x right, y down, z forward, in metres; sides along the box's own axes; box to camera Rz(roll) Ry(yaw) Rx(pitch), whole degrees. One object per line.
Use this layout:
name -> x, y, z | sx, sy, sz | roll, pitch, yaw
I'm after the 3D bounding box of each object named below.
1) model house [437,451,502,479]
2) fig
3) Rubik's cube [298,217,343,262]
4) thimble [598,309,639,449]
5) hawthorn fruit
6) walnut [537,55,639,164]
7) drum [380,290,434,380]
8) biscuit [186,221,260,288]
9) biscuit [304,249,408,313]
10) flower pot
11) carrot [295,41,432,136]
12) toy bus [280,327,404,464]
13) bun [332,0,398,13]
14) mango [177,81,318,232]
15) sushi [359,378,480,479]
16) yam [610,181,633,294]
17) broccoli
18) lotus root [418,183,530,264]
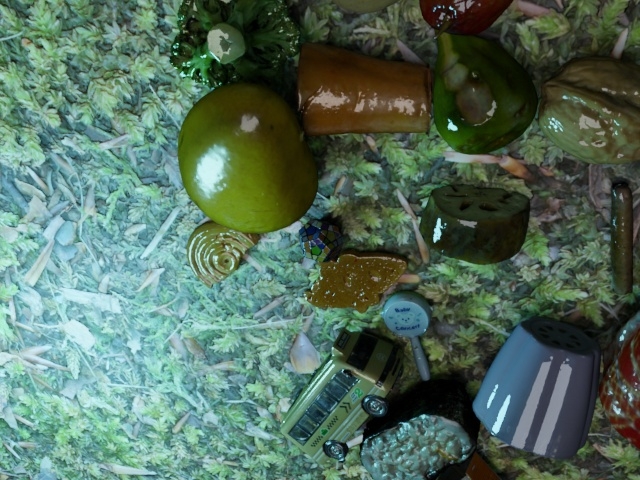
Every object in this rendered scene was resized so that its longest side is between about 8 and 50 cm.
model house -> 0.396, 0.639, 1.865 | 0.136, 0.207, 0.219 | -41, 95, -5
fig -> 0.290, -0.309, 1.324 | 0.206, 0.206, 0.274 | -27, 76, 27
Rubik's cube -> 0.000, 0.000, 1.615 | 0.111, 0.111, 0.093 | 16, 94, 7
thimble -> 0.768, 0.282, 1.411 | 0.351, 0.350, 0.230 | 20, 139, 4
hawthorn fruit -> 0.257, -0.447, 1.206 | 0.190, 0.251, 0.189 | 18, 159, 7
walnut -> 0.519, -0.237, 1.276 | 0.245, 0.198, 0.198 | 24, 123, 1
drum -> 0.212, 0.238, 1.717 | 0.130, 0.049, 0.253 | 5, 120, 13
biscuit -> -0.261, 0.022, 1.739 | 0.144, 0.033, 0.224 | 44, 120, -11
biscuit -> 0.084, 0.093, 1.676 | 0.280, 0.043, 0.183 | -25, 113, 22
flower pot -> 0.502, 0.314, 1.579 | 0.265, 0.265, 0.242 | 13, 109, 9
carrot -> 0.092, -0.296, 1.371 | 0.255, 0.196, 0.195 | 3, 120, 9
toy bus -> 0.054, 0.399, 1.782 | 0.202, 0.177, 0.365 | 35, 124, 2
bun -> 0.087, -0.521, 1.271 | 0.223, 0.127, 0.222 | 9, 123, 14
mango -> -0.143, -0.159, 1.409 | 0.302, 0.220, 0.445 | 22, 159, -3
sushi -> 0.257, 0.495, 1.782 | 0.211, 0.170, 0.350 | 42, 121, -6
yam -> 0.634, -0.001, 1.462 | 0.046, 0.046, 0.263 | -4, 119, 18
broccoli -> -0.161, -0.398, 1.334 | 0.254, 0.269, 0.269 | 11, 122, -5
lotus root -> 0.332, -0.034, 1.489 | 0.235, 0.138, 0.118 | 6, 130, 6
